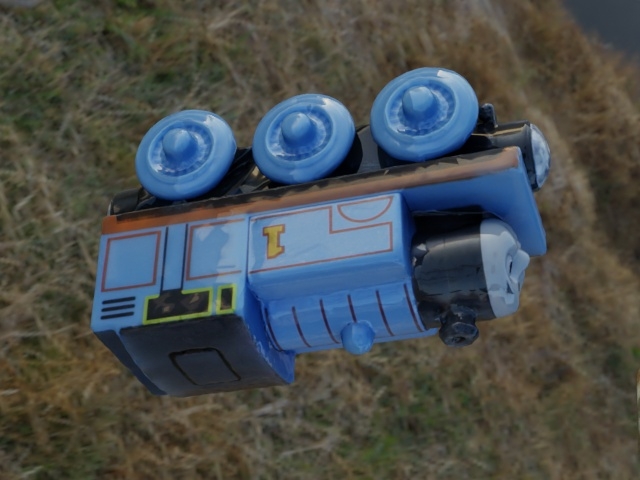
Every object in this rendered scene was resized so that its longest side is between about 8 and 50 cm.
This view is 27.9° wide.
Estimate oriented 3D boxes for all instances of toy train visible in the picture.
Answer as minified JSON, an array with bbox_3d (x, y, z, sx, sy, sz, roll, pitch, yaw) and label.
[{"bbox_3d":[0.000,0.000,0.505,0.080,0.184,0.105,60,26,-56],"label":"toy train"}]

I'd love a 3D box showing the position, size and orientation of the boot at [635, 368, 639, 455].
[{"bbox_3d":[0.223,0.163,0.556,0.269,0.089,0.236,46,64,-14],"label":"boot"}]
